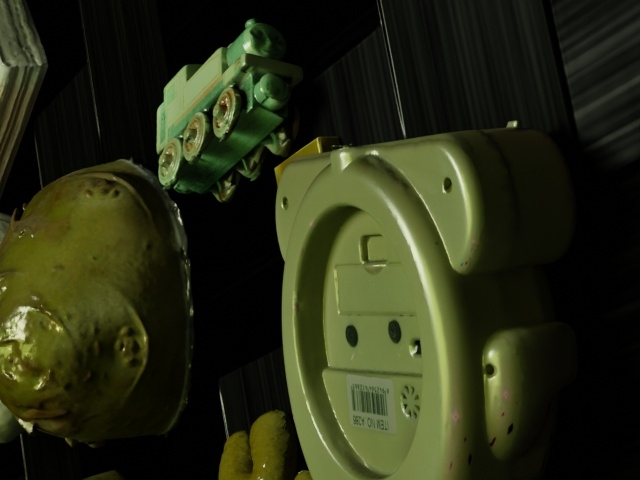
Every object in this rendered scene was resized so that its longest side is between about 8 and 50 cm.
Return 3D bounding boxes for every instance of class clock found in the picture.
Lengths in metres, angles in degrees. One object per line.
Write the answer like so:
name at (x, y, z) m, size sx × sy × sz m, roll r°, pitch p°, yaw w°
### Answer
clock at (0.070, 0.079, 1.191) m, size 0.284 × 0.114 × 0.309 m, roll -3°, pitch 92°, yaw 60°

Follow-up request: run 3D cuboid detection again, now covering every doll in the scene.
doll at (-0.039, 0.253, 1.445) m, size 0.137 × 0.097 × 0.209 m, roll -21°, pitch 54°, yaw 28°

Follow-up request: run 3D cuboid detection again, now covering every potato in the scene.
potato at (-0.257, 0.055, 1.691) m, size 0.246 × 0.196 × 0.299 m, roll -45°, pitch 53°, yaw 52°

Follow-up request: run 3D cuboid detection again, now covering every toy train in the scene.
toy train at (-0.083, -0.115, 1.472) m, size 0.194 × 0.081 × 0.125 m, roll -38°, pitch 48°, yaw 50°

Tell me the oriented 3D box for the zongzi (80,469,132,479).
zongzi at (-0.224, 0.412, 1.762) m, size 0.260 × 0.123 × 0.289 m, roll -44°, pitch 69°, yaw 47°

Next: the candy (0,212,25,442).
candy at (-0.408, 0.101, 1.975) m, size 0.295 × 0.185 × 0.295 m, roll -9°, pitch 80°, yaw 58°

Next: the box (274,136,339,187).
box at (0.000, 0.000, 1.392) m, size 0.089 × 0.022 × 0.156 m, roll -35°, pitch 62°, yaw 59°

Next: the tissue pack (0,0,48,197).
tissue pack at (-0.426, -0.164, 2.095) m, size 0.170 × 0.071 × 0.325 m, roll 65°, pitch 144°, yaw 31°
